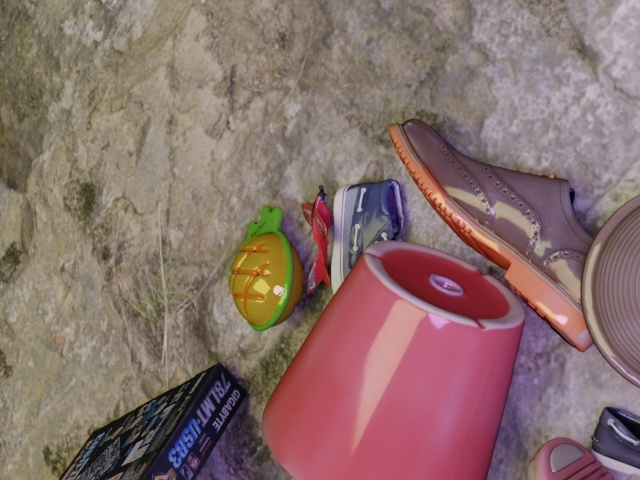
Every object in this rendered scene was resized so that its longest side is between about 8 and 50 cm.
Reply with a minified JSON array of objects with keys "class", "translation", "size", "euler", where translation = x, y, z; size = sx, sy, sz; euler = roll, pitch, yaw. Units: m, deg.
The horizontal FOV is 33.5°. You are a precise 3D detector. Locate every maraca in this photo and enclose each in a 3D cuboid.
[{"class":"maraca","translation":[-0.076,0.038,1.473],"size":[0.127,0.099,0.186],"euler":[-43,43,38]}]

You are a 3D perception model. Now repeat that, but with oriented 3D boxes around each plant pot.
[{"class":"plant pot","translation":[0.388,0.049,1.081],"size":[0.237,0.110,0.238],"euler":[-1,84,11]},{"class":"plant pot","translation":[0.099,0.150,1.218],"size":[0.275,0.275,0.243],"euler":[34,113,32]}]

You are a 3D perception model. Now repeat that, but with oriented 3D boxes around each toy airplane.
[{"class":"toy airplane","translation":[0.000,0.000,1.427],"size":[0.151,0.028,0.151],"euler":[180,90,-77]}]

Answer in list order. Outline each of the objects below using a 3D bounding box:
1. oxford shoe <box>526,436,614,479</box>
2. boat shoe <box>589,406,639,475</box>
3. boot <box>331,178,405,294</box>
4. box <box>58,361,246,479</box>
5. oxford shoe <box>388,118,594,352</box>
[{"class":"oxford shoe","translation":[0.296,0.413,1.147],"size":[0.146,0.140,0.397],"euler":[-31,74,47]},{"class":"boat shoe","translation":[0.388,0.230,1.143],"size":[0.206,0.075,0.065],"euler":[11,97,40]},{"class":"boot","translation":[0.066,0.014,1.386],"size":[0.086,0.069,0.190],"euler":[-10,80,37]},{"class":"box","translation":[-0.272,0.327,1.484],"size":[0.293,0.295,0.073],"euler":[-33,104,30]},{"class":"oxford shoe","translation":[0.226,-0.037,1.263],"size":[0.133,0.130,0.364],"euler":[-44,68,4]}]
